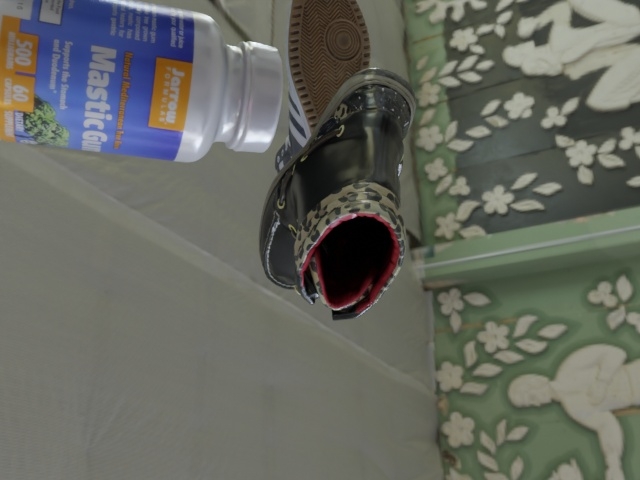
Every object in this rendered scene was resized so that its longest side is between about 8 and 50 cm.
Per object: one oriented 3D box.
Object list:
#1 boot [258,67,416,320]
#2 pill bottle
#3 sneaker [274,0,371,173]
[{"bbox_3d":[-0.001,-0.001,0.535,0.085,0.236,0.178,22,-140,-12],"label":"boot"},{"bbox_3d":[-0.181,-0.158,0.669,0.152,0.272,0.152,-175,90,-71],"label":"pill bottle"},{"bbox_3d":[-0.005,-0.161,0.816,0.153,0.099,0.282,-162,61,-68],"label":"sneaker"}]
